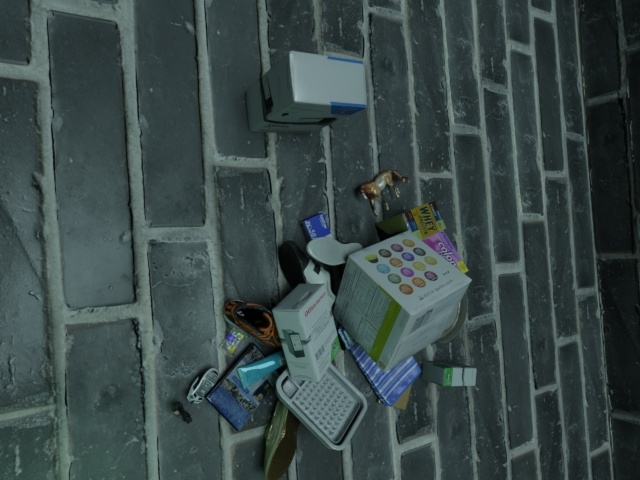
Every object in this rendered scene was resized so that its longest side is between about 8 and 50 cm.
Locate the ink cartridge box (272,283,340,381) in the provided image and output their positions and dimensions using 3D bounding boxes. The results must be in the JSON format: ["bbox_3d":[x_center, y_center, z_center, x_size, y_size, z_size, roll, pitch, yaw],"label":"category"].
[{"bbox_3d":[-0.043,0.325,1.558,0.211,0.122,0.288,-41,122,-56],"label":"ink cartridge box"}]

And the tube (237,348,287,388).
[{"bbox_3d":[-0.201,0.462,1.578,0.207,0.052,0.080,-20,90,-32],"label":"tube"}]

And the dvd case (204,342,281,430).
[{"bbox_3d":[-0.273,0.526,1.555,0.253,0.022,0.180,-47,110,-32],"label":"dvd case"}]

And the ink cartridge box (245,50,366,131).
[{"bbox_3d":[-0.065,-0.510,1.543,0.286,0.395,0.166,-6,92,-30],"label":"ink cartridge box"}]

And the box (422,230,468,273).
[{"bbox_3d":[0.478,0.103,1.878,0.243,0.117,0.213,-21,74,-27],"label":"box"}]

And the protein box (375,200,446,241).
[{"bbox_3d":[0.392,-0.062,1.881,0.201,0.200,0.135,-22,90,-30],"label":"protein box"}]

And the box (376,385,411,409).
[{"bbox_3d":[0.341,0.642,1.923,0.165,0.021,0.201,24,76,-26],"label":"box"}]

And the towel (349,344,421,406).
[{"bbox_3d":[0.288,0.521,1.872,0.243,0.040,0.335,-37,101,-25],"label":"towel"}]

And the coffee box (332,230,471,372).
[{"bbox_3d":[0.296,0.222,1.662,0.338,0.334,0.338,-20,139,-33],"label":"coffee box"}]

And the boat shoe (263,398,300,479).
[{"bbox_3d":[-0.151,0.725,1.593,0.109,0.098,0.302,27,72,-40],"label":"boat shoe"}]

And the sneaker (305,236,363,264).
[{"bbox_3d":[0.020,0.052,1.631,0.296,0.147,0.104,6,76,-47],"label":"sneaker"}]

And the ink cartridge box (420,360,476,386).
[{"bbox_3d":[0.597,0.618,1.996,0.209,0.153,0.086,10,83,-28],"label":"ink cartridge box"}]

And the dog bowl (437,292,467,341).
[{"bbox_3d":[0.529,0.296,2.005,0.349,0.102,0.348,2,85,-30],"label":"dog bowl"}]

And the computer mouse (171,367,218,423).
[{"bbox_3d":[-0.424,0.520,1.472,0.193,0.042,0.106,-54,135,-26],"label":"computer mouse"}]

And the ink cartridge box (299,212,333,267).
[{"bbox_3d":[0.000,0.000,1.749,0.097,0.046,0.207,-26,100,-29],"label":"ink cartridge box"}]

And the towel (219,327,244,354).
[{"bbox_3d":[-0.322,0.368,1.563,0.060,0.009,0.083,42,68,-20],"label":"towel"}]

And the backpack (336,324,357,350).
[{"bbox_3d":[0.128,0.384,1.775,0.114,0.084,0.104,-27,92,-31],"label":"backpack"}]

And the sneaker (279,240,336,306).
[{"bbox_3d":[-0.044,0.131,1.689,0.146,0.123,0.330,-39,108,-41],"label":"sneaker"}]

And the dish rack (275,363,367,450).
[{"bbox_3d":[-0.002,0.588,1.599,0.333,0.072,0.285,43,34,7],"label":"dish rack"}]

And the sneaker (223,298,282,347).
[{"bbox_3d":[-0.190,0.315,1.543,0.321,0.180,0.124,28,74,-26],"label":"sneaker"}]

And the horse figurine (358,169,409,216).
[{"bbox_3d":[0.279,-0.234,1.914,0.263,0.066,0.174,-44,114,-22],"label":"horse figurine"}]
